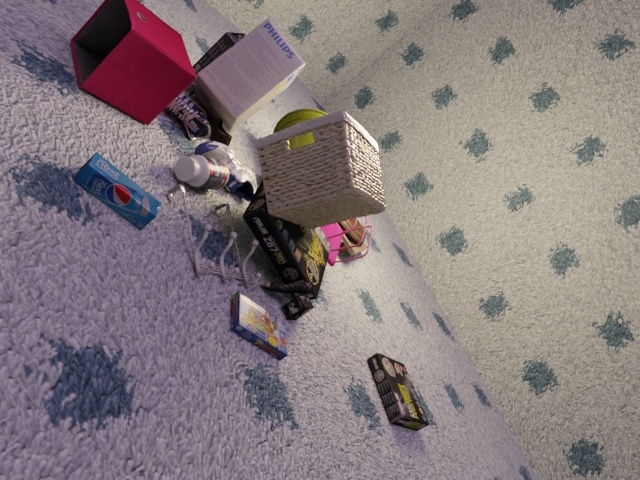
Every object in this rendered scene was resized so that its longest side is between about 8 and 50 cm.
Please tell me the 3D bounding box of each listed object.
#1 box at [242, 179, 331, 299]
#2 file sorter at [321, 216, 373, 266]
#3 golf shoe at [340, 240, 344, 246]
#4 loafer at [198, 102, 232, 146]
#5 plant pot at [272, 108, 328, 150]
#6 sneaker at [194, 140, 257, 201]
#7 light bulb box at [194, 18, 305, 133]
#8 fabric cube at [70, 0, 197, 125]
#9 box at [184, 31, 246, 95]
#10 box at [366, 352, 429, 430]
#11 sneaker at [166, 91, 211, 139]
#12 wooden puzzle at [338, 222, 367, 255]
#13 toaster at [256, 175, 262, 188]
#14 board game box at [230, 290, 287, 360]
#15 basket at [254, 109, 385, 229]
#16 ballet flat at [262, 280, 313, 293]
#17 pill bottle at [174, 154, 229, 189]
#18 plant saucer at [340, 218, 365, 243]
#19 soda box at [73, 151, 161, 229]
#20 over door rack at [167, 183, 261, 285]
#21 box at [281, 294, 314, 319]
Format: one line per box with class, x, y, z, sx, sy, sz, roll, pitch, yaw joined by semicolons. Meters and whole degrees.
box;-0.105;-0.025;1.860;0.395;0.097;0.318;61;24;-27
file sorter;0.071;-0.077;2.123;0.291;0.182;0.202;55;36;-34
golf shoe;0.000;0.000;2.319;0.120;0.105;0.273;42;10;22
loafer;-0.434;-0.475;2.128;0.220;0.078;0.080;51;20;-8
plant pot;-0.071;-0.363;2.438;0.366;0.366;0.353;42;35;-28
sneaker;-0.334;-0.253;1.933;0.296;0.112;0.131;33;29;-44
light bulb box;-0.298;-0.648;2.126;0.225;0.361;0.358;50;-12;-11
fabric cube;-0.596;-0.583;1.676;0.258;0.259;0.254;28;30;-51
box;-0.443;-0.754;2.238;0.076;0.307;0.242;50;21;-9
box;0.299;0.586;2.026;0.216;0.060;0.270;34;27;-44
sneaker;-0.510;-0.474;1.927;0.282;0.099;0.153;30;28;-54
wooden puzzle;0.094;-0.063;2.646;0.322;0.080;0.348;55;15;5
toaster;-0.187;-0.213;2.198;0.186;0.110;0.168;46;20;-21
board game box;-0.180;0.251;1.544;0.201;0.035;0.136;41;23;-32
basket;0.011;-0.213;1.731;0.331;0.328;0.266;18;61;-64
ballet flat;-0.108;0.152;1.749;0.173;0.057;0.049;6;79;-15
pill bottle;-0.398;-0.230;1.755;0.108;0.108;0.180;58;20;12
plant saucer;0.144;-0.103;2.656;0.278;0.041;0.278;48;16;-18
soda box;-0.522;-0.126;1.358;0.210;0.067;0.071;42;22;-28
over door rack;-0.312;-0.027;1.607;0.239;0.108;0.324;23;36;-57
box;-0.076;0.224;1.751;0.062;0.083;0.052;14;43;-60
